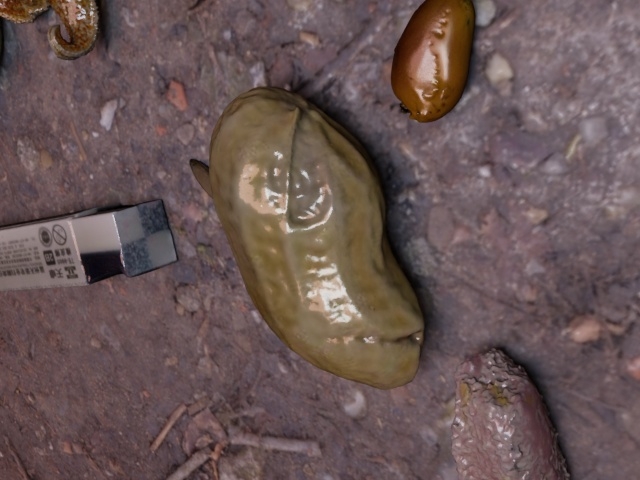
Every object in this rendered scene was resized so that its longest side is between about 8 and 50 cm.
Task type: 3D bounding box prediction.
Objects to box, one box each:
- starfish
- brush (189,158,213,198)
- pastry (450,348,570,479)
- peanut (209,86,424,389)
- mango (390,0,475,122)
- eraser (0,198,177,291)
[{"bbox_3d":[-0.342,-0.386,0.873,0.312,0.113,0.303,19,121,26],"label":"starfish"},{"bbox_3d":[-0.101,-0.030,0.890,0.196,0.021,0.070,50,125,13],"label":"brush"},{"bbox_3d":[0.195,0.246,0.732,0.112,0.103,0.265,17,121,47],"label":"pastry"},{"bbox_3d":[-0.005,0.001,0.758,0.174,0.158,0.340,-16,102,6],"label":"peanut"},{"bbox_3d":[0.109,-0.175,0.679,0.077,0.063,0.127,26,113,29],"label":"mango"},{"bbox_3d":[-0.390,0.013,1.043,0.404,0.096,0.098,-6,101,34],"label":"eraser"}]
